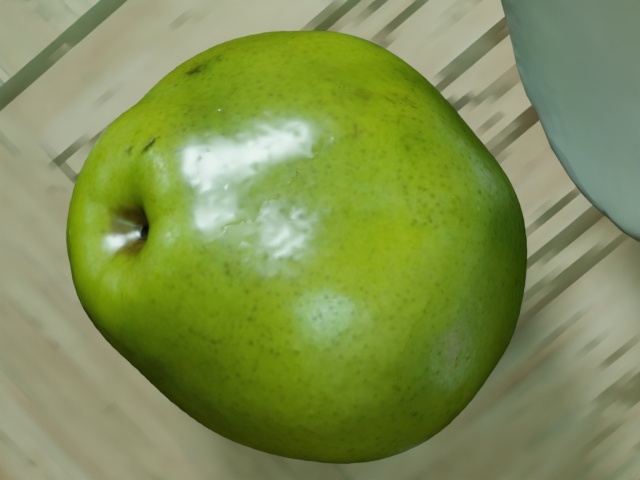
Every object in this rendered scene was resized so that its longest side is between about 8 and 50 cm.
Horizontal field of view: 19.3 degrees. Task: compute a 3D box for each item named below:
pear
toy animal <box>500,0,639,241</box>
[{"bbox_3d":[0.000,0.000,0.384,0.097,0.092,0.092,9,109,-51],"label":"pear"},{"bbox_3d":[0.183,-0.085,0.309,0.265,0.272,0.206,-32,131,-9],"label":"toy animal"}]
